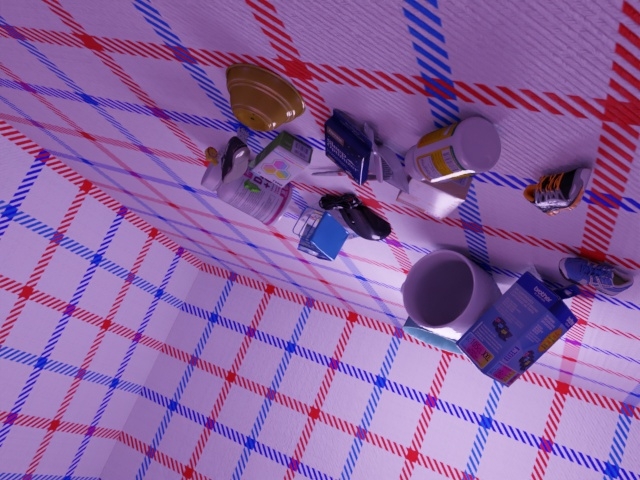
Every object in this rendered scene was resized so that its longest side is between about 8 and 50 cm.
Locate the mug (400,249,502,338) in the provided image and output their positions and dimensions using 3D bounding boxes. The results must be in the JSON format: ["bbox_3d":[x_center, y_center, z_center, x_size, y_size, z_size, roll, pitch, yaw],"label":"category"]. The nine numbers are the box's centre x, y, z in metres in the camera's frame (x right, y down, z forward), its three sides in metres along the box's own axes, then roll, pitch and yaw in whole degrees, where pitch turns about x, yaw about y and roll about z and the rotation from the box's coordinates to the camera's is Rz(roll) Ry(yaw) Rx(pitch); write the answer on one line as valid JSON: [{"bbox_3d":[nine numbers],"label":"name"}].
[{"bbox_3d":[0.456,0.208,2.036,0.374,0.276,0.328,5,164,44],"label":"mug"}]

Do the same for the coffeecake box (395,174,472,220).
[{"bbox_3d":[0.292,-0.132,1.499,0.143,0.068,0.185,23,165,0],"label":"coffeecake box"}]

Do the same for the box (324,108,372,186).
[{"bbox_3d":[0.068,-0.232,1.461,0.136,0.036,0.225,44,168,13],"label":"box"}]

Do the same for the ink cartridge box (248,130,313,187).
[{"bbox_3d":[-0.126,-0.222,1.678,0.109,0.062,0.209,29,143,-25],"label":"ink cartridge box"}]

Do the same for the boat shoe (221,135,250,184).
[{"bbox_3d":[-0.262,-0.238,1.717,0.065,0.075,0.206,56,151,10],"label":"boat shoe"}]

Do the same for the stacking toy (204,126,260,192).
[{"bbox_3d":[-0.226,-0.246,1.777,0.221,0.052,0.167,35,140,-31],"label":"stacking toy"}]

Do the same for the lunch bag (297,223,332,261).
[{"bbox_3d":[0.000,0.000,2.262,0.151,0.128,0.096,21,165,1],"label":"lunch bag"}]

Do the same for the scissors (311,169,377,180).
[{"bbox_3d":[0.078,-0.193,1.692,0.109,0.021,0.297,28,163,-23],"label":"scissors"}]

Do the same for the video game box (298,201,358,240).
[{"bbox_3d":[0.041,-0.067,2.130,0.205,0.048,0.187,28,166,-17],"label":"video game box"}]

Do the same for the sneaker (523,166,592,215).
[{"bbox_3d":[0.509,-0.109,1.239,0.083,0.084,0.215,27,166,3],"label":"sneaker"}]

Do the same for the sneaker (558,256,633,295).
[{"bbox_3d":[0.758,0.089,1.581,0.211,0.080,0.081,16,160,-10],"label":"sneaker"}]

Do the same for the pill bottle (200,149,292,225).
[{"bbox_3d":[-0.251,-0.179,1.953,0.283,0.160,0.160,28,164,-21],"label":"pill bottle"}]

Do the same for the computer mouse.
[{"bbox_3d":[0.129,-0.064,1.964,0.272,0.072,0.189,33,161,-31],"label":"computer mouse"}]

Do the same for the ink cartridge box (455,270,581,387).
[{"bbox_3d":[0.664,0.274,1.868,0.270,0.395,0.151,32,-168,-49],"label":"ink cartridge box"}]

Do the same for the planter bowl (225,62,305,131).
[{"bbox_3d":[-0.153,-0.333,1.420,0.217,0.090,0.217,21,164,6],"label":"planter bowl"}]

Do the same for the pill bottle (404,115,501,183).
[{"bbox_3d":[0.276,-0.186,1.240,0.118,0.117,0.208,29,163,-21],"label":"pill bottle"}]

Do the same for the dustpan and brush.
[{"bbox_3d":[0.147,-0.210,1.434,0.147,0.060,0.211,38,151,45],"label":"dustpan and brush"}]

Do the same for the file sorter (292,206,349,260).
[{"bbox_3d":[0.000,-0.026,2.016,0.105,0.118,0.170,22,168,39],"label":"file sorter"}]

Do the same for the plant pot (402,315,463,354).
[{"bbox_3d":[0.514,0.305,2.354,0.293,0.235,0.293,21,166,6],"label":"plant pot"}]
